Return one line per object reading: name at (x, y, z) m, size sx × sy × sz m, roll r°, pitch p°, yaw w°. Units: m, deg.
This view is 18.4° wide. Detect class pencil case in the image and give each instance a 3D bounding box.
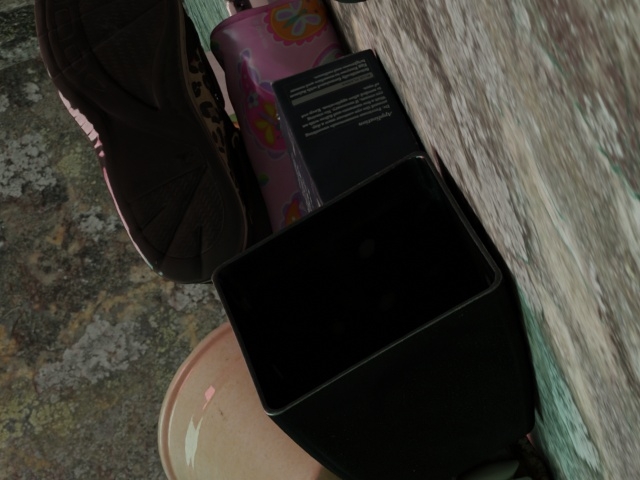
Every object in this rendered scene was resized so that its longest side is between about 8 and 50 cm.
pencil case at (-0.006, -0.082, 1.796) m, size 0.124 × 0.124 × 0.284 m, roll 90°, pitch 159°, yaw -79°

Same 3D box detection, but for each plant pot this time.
plant pot at (0.056, 0.080, 1.460) m, size 0.167 × 0.188 × 0.187 m, roll 57°, pitch -176°, yaw -36°
plant pot at (-0.001, 0.289, 2.516) m, size 0.305 × 0.333 × 0.334 m, roll 43°, pitch 155°, yaw 57°

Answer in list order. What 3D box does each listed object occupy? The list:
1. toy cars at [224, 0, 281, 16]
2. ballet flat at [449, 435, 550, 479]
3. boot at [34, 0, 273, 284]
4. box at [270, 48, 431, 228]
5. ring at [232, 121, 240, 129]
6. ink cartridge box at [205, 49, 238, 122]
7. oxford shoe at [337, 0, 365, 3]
toy cars at (-0.022, -0.146, 1.961) m, size 0.176 × 0.087 × 0.394 m, roll 53°, pitch -163°, yaw -64°
ballet flat at (0.174, 0.337, 1.436) m, size 0.483 × 0.164 × 0.182 m, roll 69°, pitch 151°, yaw 28°
boot at (-0.136, -0.114, 1.886) m, size 0.377 × 0.138 × 0.284 m, roll 66°, pitch -173°, yaw 15°
box at (0.036, -0.040, 1.610) m, size 0.156 × 0.093 × 0.158 m, roll 75°, pitch 174°, yaw -52°
ring at (0.000, 0.000, 2.197) m, size 0.336 × 0.032 × 0.336 m, roll 50°, pitch 168°, yaw 14°
ink cartridge box at (-0.073, -0.158, 2.386) m, size 0.062 × 0.109 × 0.209 m, roll 73°, pitch 174°, yaw -45°
oxford shoe at (-0.005, -0.255, 1.323) m, size 0.096 × 0.082 × 0.227 m, roll 13°, pitch -131°, yaw -65°
